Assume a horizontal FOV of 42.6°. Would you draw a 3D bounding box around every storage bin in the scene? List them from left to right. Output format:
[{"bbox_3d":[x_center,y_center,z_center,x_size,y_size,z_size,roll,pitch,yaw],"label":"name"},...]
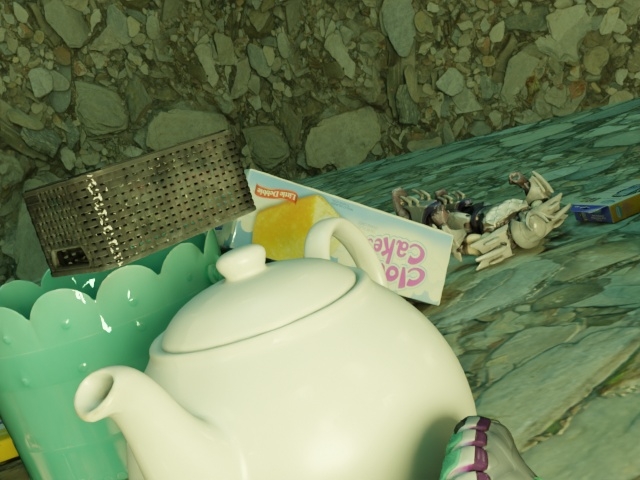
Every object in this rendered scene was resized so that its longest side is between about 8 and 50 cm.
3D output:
[{"bbox_3d":[-0.165,-0.037,0.765,0.122,0.084,0.180,-7,13,46],"label":"storage bin"}]

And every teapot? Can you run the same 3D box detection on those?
[{"bbox_3d":[-0.022,0.091,0.555,0.252,0.187,0.256,-20,8,-15],"label":"teapot"}]

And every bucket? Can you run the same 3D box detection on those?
[{"bbox_3d":[-0.203,0.107,0.821,0.281,0.183,0.281,-17,9,3],"label":"bucket"}]

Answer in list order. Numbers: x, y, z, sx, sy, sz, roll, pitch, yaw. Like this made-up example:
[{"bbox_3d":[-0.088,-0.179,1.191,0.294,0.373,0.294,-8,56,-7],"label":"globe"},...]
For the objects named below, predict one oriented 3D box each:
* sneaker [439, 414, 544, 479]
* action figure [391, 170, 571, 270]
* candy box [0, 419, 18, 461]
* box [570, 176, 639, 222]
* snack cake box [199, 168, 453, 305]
[{"bbox_3d":[0.097,0.155,0.361,0.098,0.083,0.224,5,19,12],"label":"sneaker"},{"bbox_3d":[0.214,-0.032,1.125,0.185,0.099,0.285,-16,11,-23],"label":"action figure"},{"bbox_3d":[-0.426,0.246,0.917,0.206,0.027,0.105,-19,11,-5],"label":"candy box"},{"bbox_3d":[0.404,-0.053,1.095,0.136,0.028,0.081,-23,10,-15],"label":"box"},{"bbox_3d":[0.000,0.000,0.952,0.264,0.089,0.152,16,-8,-24],"label":"snack cake box"}]
